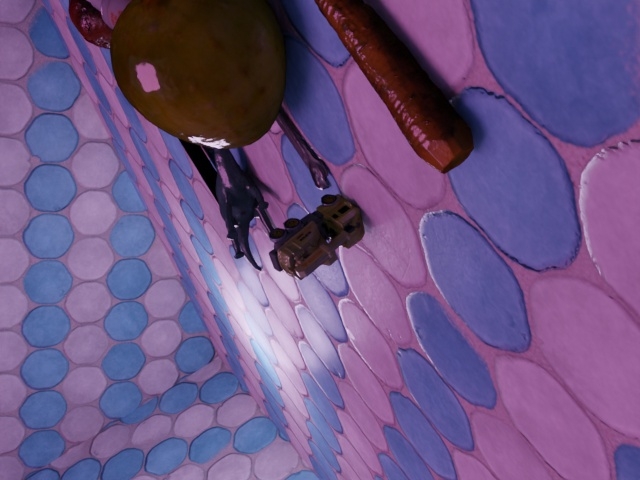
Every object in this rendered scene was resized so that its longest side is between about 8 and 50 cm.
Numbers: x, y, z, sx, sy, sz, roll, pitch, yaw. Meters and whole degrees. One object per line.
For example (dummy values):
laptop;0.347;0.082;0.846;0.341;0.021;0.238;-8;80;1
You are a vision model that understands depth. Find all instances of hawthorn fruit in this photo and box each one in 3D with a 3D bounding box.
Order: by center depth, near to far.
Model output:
hawthorn fruit;-0.483;-0.515;1.759;0.181;0.181;0.235;55;175;13

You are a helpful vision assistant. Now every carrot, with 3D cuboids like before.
carrot;0.066;-0.212;0.878;0.314;0.066;0.066;55;162;14

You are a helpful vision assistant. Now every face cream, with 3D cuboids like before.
face cream;-0.397;-0.475;1.568;0.251;0.101;0.101;29;150;26

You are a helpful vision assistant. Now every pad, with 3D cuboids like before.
pad;-0.278;-0.164;1.911;0.243;0.004;0.163;58;-170;5

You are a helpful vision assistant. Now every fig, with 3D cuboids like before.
fig;-0.171;-0.260;1.172;0.258;0.258;0.326;49;173;30

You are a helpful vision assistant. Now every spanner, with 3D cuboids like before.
spanner;-0.070;-0.217;1.339;0.302;0.017;0.071;56;163;14

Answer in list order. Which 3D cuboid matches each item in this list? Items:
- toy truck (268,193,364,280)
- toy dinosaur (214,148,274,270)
toy truck;0.000;0.000;1.256;0.100;0.169;0.077;32;147;44
toy dinosaur;-0.213;-0.140;1.776;0.383;0.129;0.331;95;152;-64
